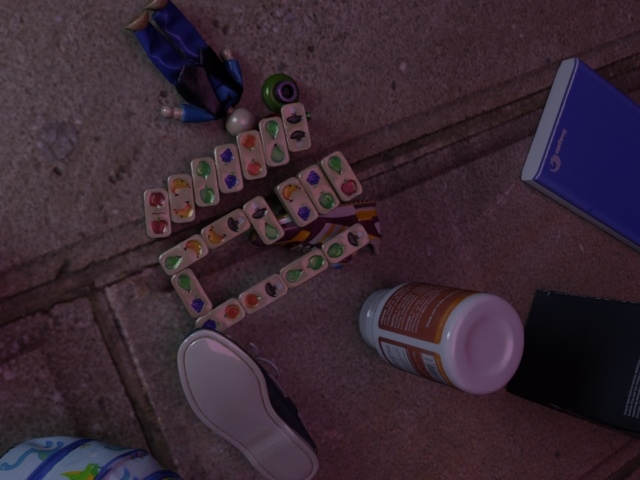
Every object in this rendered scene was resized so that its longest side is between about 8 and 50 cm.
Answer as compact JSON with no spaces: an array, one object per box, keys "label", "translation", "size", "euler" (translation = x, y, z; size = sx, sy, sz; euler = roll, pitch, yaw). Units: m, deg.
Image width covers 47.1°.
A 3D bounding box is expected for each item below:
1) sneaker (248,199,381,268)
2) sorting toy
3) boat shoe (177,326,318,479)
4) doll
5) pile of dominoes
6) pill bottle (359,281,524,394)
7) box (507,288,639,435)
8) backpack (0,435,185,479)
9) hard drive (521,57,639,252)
[{"label":"sneaker","translation":[0.000,0.000,0.940],"size":[0.186,0.070,0.083],"euler":[-12,93,-26]},{"label":"sorting toy","translation":[-0.043,-0.161,0.925],"size":[0.061,0.042,0.101],"euler":[11,87,-28]},{"label":"boat shoe","translation":[-0.085,0.193,0.890],"size":[0.095,0.079,0.254],"euler":[-36,115,6]},{"label":"doll","translation":[-0.147,-0.193,0.865],"size":[0.189,0.046,0.129],"euler":[48,62,-28]},{"label":"pile of dominoes","translation":[-0.077,-0.026,0.861],"size":[0.251,0.040,0.196],"euler":[-31,94,-5]},{"label":"pill bottle","translation":[0.143,0.116,0.940],"size":[0.121,0.216,0.121],"euler":[-2,94,-28]},{"label":"box","translation":[0.527,0.220,1.098],"size":[0.343,0.312,0.178],"euler":[23,82,-27]},{"label":"backpack","translation":[-0.252,0.373,0.717],"size":[0.290,0.274,0.355],"euler":[32,52,-69]},{"label":"hard drive","translation":[0.483,-0.128,1.211],"size":[0.319,0.040,0.210],"euler":[25,81,-27]}]
